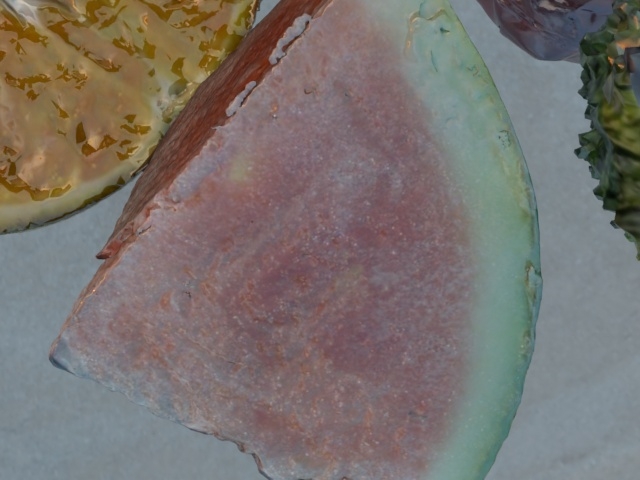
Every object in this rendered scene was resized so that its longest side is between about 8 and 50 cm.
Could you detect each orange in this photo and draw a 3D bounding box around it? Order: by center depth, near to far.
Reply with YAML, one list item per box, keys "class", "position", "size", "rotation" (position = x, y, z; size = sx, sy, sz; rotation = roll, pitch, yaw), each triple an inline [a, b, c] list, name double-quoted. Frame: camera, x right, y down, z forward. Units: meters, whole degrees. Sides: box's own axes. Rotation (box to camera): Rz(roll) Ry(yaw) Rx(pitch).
- class: "orange"
  position: [-0.197, -0.152, 0.738]
  size: [0.274, 0.310, 0.274]
  rotation: [17, 140, 15]

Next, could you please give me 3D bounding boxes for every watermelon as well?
- class: "watermelon"
  position: [0.000, 0.000, 0.578]
  size: [0.231, 0.193, 0.310]
  rotation: [-3, 128, 19]

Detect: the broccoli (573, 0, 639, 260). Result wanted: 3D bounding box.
- class: "broccoli"
  position: [0.314, -0.075, 0.577]
  size: [0.375, 0.249, 0.302]
  rotation: [16, 125, -8]

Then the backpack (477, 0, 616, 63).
- class: "backpack"
  position: [0.336, -0.341, 1.434]
  size: [0.317, 0.283, 0.197]
  rotation: [-17, 145, -40]
